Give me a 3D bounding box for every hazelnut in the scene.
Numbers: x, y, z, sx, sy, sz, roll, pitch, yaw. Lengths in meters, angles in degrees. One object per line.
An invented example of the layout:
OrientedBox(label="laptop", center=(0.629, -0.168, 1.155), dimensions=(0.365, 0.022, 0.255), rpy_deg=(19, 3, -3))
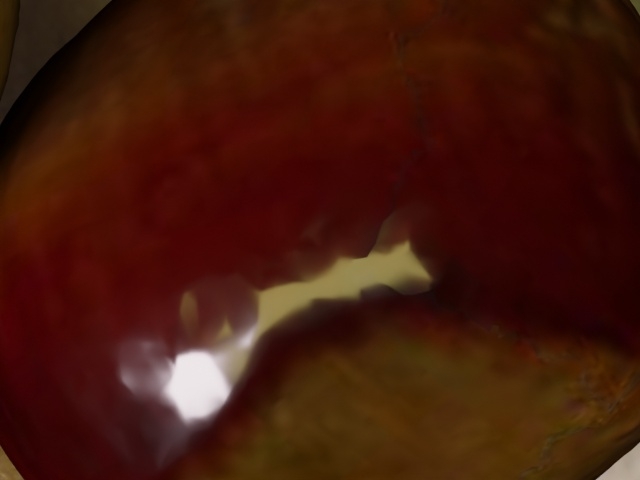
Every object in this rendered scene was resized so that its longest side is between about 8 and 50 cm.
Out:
OrientedBox(label="hazelnut", center=(0.000, 0.000, 0.537), dimensions=(0.230, 0.229, 0.229), rpy_deg=(1, 93, 12))

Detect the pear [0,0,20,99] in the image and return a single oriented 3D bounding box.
OrientedBox(label="pear", center=(-0.262, -0.077, 0.474), dimensions=(0.348, 0.348, 0.348), rpy_deg=(1, 93, 12))

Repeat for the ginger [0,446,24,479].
OrientedBox(label="ginger", center=(-0.064, 0.098, 0.630), dimensions=(0.214, 0.059, 0.133), rpy_deg=(11, 99, 13))
